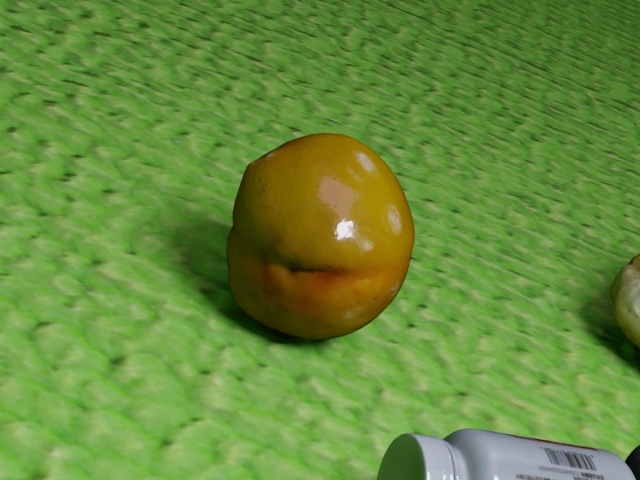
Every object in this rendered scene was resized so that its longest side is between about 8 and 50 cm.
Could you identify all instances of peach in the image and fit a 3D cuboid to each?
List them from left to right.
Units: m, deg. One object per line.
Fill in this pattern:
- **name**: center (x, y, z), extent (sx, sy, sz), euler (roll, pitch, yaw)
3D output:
- **peach**: center (0.000, 0.000, 1.065), extent (0.138, 0.138, 0.138), euler (18, 23, -8)

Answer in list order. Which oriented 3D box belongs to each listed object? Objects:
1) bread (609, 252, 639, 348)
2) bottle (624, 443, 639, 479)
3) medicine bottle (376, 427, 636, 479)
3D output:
- **bread**: center (0.349, 0.060, 1.263), extent (0.198, 0.120, 0.236), euler (39, 29, 29)
- **bottle**: center (0.228, 0.200, 0.904), extent (0.072, 0.082, 0.244), euler (14, 24, -12)
- **medicine bottle**: center (0.106, 0.150, 0.906), extent (0.140, 0.079, 0.079), euler (11, 25, -23)
